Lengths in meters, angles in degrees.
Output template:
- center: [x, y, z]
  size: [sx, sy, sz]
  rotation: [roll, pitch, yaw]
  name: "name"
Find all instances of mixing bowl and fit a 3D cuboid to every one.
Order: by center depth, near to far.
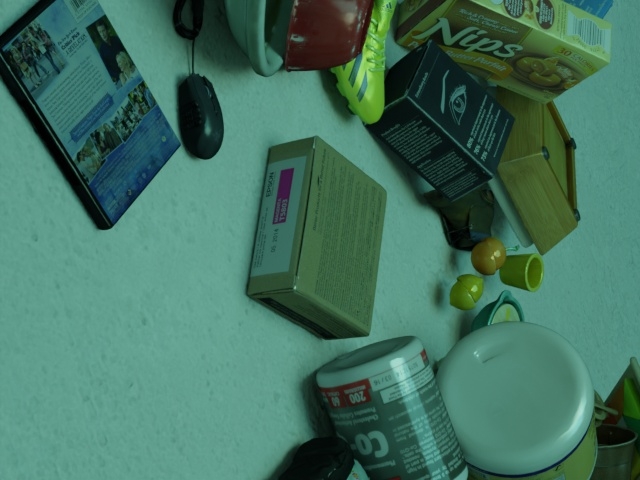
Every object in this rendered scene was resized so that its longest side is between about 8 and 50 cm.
- center: [0.019, -0.317, 1.781]
  size: [0.181, 0.098, 0.181]
  rotation: [14, 90, -84]
  name: "mixing bowl"

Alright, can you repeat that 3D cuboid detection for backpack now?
- center: [0.017, 0.374, 1.691]
  size: [0.152, 0.115, 0.182]
  rotation: [-41, 119, -54]
  name: "backpack"

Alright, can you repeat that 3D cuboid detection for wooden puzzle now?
- center: [0.601, 0.382, 2.452]
  size: [0.238, 0.044, 0.221]
  rotation: [104, -20, -44]
  name: "wooden puzzle"

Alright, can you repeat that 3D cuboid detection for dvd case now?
- center: [-0.269, -0.163, 1.467]
  size: [0.253, 0.022, 0.180]
  rotation: [62, 40, -27]
  name: "dvd case"

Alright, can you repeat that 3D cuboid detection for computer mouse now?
- center: [-0.154, -0.225, 1.634]
  size: [0.071, 0.041, 0.242]
  rotation: [3, 80, -55]
  name: "computer mouse"

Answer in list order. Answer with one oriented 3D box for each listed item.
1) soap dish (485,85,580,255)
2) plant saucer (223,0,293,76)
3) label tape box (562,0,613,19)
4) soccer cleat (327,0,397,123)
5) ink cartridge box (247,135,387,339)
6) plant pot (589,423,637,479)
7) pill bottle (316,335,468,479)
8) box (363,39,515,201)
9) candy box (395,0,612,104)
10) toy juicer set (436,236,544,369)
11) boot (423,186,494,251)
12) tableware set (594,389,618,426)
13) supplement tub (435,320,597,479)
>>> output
- center: [0.388, -0.152, 2.301]
  size: [0.229, 0.118, 0.291]
  rotation: [57, 28, -34]
  name: "soap dish"
- center: [-0.069, -0.421, 1.661]
  size: [0.400, 0.100, 0.400]
  rotation: [13, 90, -84]
  name: "plant saucer"
- center: [0.357, -0.458, 2.343]
  size: [0.334, 0.106, 0.240]
  rotation: [36, 43, 3]
  name: "label tape box"
- center: [0.065, -0.322, 1.896]
  size: [0.093, 0.121, 0.289]
  rotation: [-33, 111, -72]
  name: "soccer cleat"
- center: [0.000, 0.000, 1.770]
  size: [0.193, 0.088, 0.234]
  rotation: [34, 56, -46]
  name: "ink cartridge box"
- center: [0.524, 0.449, 2.394]
  size: [0.167, 0.167, 0.165]
  rotation: [-13, 101, -56]
  name: "plant pot"
- center: [0.113, 0.292, 1.781]
  size: [0.161, 0.161, 0.283]
  rotation: [-26, 97, -55]
  name: "pill bottle"
- center: [0.194, -0.193, 2.027]
  size: [0.207, 0.108, 0.153]
  rotation: [41, 48, -16]
  name: "box"
- center: [0.308, -0.348, 2.105]
  size: [0.316, 0.183, 0.087]
  rotation: [19, 63, -22]
  name: "candy box"
- center: [0.290, 0.150, 2.127]
  size: [0.209, 0.089, 0.329]
  rotation: [34, 68, -49]
  name: "toy juicer set"
- center: [0.247, -0.037, 2.149]
  size: [0.219, 0.082, 0.106]
  rotation: [5, 77, -57]
  name: "boot"
- center: [0.501, 0.269, 2.436]
  size: [0.128, 0.039, 0.194]
  rotation: [-16, 74, -56]
  name: "tableware set"
- center: [0.312, 0.296, 1.971]
  size: [0.331, 0.241, 0.241]
  rotation: [66, 31, -59]
  name: "supplement tub"
